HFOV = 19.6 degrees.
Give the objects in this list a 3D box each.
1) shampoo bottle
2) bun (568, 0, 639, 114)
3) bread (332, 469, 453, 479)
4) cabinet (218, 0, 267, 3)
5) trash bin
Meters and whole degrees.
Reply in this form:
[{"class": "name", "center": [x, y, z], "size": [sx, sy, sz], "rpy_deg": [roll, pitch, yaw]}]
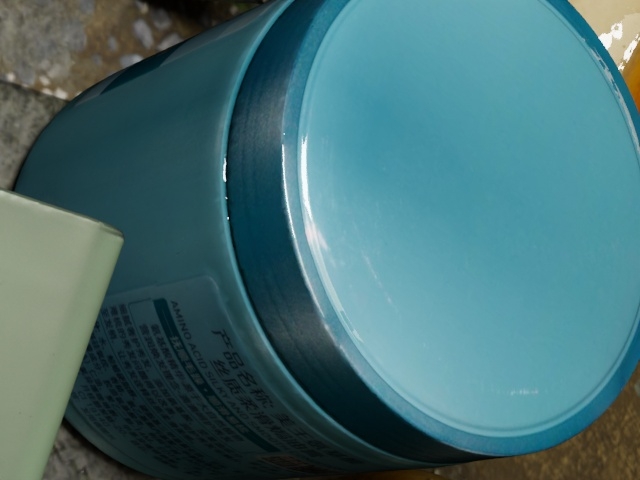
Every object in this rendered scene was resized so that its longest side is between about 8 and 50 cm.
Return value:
[{"class": "shampoo bottle", "center": [0.000, 0.000, 1.278], "size": [0.331, 0.342, 0.331], "rpy_deg": [10, 74, -37]}, {"class": "bun", "center": [0.231, -0.151, 1.594], "size": [0.299, 0.164, 0.299], "rpy_deg": [-44, 151, -33]}, {"class": "bread", "center": [0.055, 0.309, 1.354], "size": [0.171, 0.192, 0.314], "rpy_deg": [30, 63, -32]}, {"class": "cabinet", "center": [-0.088, -0.301, 1.357], "size": [0.145, 0.150, 0.206], "rpy_deg": [44, 61, -50]}, {"class": "trash bin", "center": [-0.282, 0.123, 1.106], "size": [0.223, 0.158, 0.344], "rpy_deg": [18, 84, -27]}]
